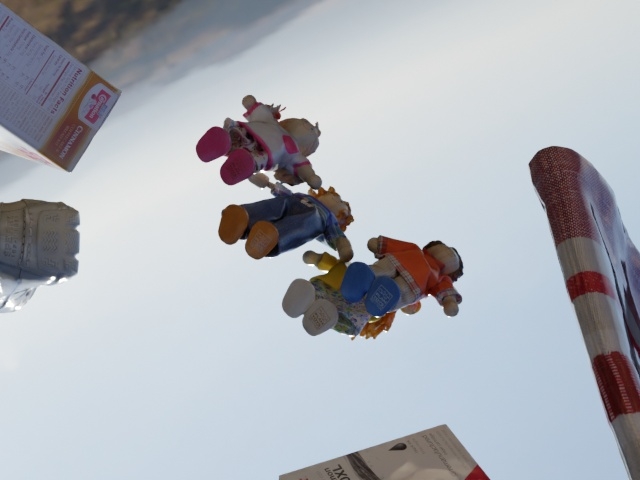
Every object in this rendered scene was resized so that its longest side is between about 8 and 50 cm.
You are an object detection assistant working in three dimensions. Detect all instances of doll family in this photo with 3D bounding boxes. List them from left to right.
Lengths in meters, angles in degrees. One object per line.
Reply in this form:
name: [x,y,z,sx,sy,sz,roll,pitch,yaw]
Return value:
doll family: [0.000,0.000,1.238,0.118,0.263,0.163,-55,161,26]

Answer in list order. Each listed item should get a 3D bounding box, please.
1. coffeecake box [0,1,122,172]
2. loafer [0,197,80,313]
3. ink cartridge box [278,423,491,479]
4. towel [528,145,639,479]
coffeecake box: [-0.243,-0.128,0.975,0.142,0.185,0.068,17,-107,56]
loafer: [-0.333,0.012,1.506,0.111,0.112,0.319,5,168,-25]
ink cartridge box: [0.054,0.213,1.126,0.150,0.063,0.109,-14,-141,-23]
towel: [0.198,0.132,0.774,0.037,0.329,0.237,-24,143,18]
